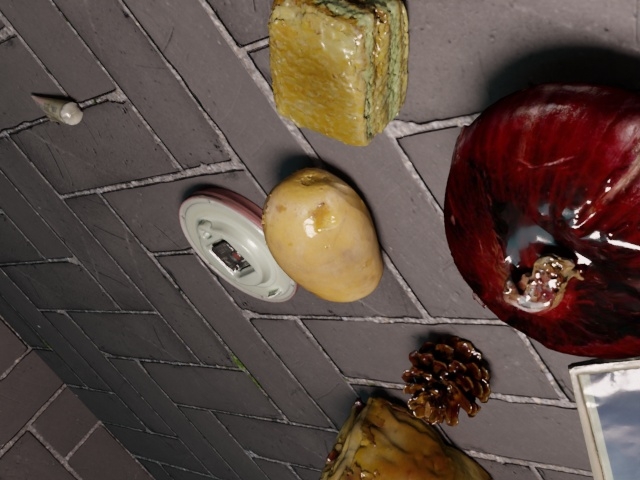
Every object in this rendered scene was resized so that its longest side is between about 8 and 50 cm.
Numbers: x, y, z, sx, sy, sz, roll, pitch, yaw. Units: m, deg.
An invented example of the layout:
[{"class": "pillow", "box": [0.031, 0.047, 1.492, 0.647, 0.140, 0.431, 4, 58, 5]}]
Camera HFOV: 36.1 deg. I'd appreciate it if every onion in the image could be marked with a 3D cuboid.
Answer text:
[{"class": "onion", "box": [0.255, -0.001, 0.973, 0.314, 0.232, 0.314, 28, 147, 20]}]

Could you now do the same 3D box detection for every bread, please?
[{"class": "bread", "box": [0.164, 0.430, 1.683, 0.167, 0.277, 0.324, -34, 105, 36]}, {"class": "bread", "box": [0.019, -0.208, 1.101, 0.138, 0.102, 0.196, 26, 147, 19]}]

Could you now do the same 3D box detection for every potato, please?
[{"class": "potato", "box": [0.000, 0.000, 1.386, 0.150, 0.146, 0.233, 54, 169, 48]}]

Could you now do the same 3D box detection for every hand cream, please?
[{"class": "hand cream", "box": [-0.456, -0.225, 1.705, 0.143, 0.039, 0.061, 18, 152, 50]}]

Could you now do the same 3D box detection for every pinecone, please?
[{"class": "pinecone", "box": [0.183, 0.215, 1.470, 0.140, 0.121, 0.140, 21, 127, 30]}]

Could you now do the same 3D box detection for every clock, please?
[{"class": "clock", "box": [-0.136, 0.014, 1.632, 0.244, 0.056, 0.244, 29, 149, 20]}]

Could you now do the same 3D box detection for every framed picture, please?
[{"class": "framed picture", "box": [0.427, 0.207, 1.112, 0.260, 0.023, 0.189, -10, 106, 21]}]
